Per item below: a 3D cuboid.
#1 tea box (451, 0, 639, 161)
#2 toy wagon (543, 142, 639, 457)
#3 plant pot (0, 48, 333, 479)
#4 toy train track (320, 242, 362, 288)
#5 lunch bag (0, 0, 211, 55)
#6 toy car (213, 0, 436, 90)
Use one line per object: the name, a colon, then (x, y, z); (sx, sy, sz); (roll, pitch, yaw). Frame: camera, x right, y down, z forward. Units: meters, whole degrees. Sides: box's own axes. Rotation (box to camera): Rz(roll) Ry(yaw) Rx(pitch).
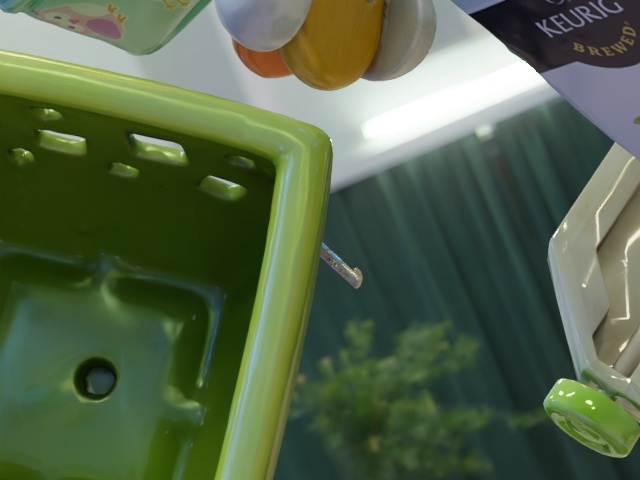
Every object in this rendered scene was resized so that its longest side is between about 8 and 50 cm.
tea box: (0.143, -0.212, 0.583); (0.329, 0.323, 0.220); (-18, 38, 59)
toy wagon: (0.303, 0.055, 1.130); (0.267, 0.344, 0.068); (-55, -12, -12)
plant pot: (-0.119, 0.056, 0.864); (0.228, 0.227, 0.207); (12, -10, 6)
toy train track: (0.000, 0.000, 1.324); (0.014, 0.083, 0.048); (-34, -24, -32)
lunch bag: (-0.077, -0.251, 0.944); (0.108, 0.279, 0.224); (13, -31, -27)
toy car: (-0.008, -0.188, 1.275); (0.159, 0.182, 0.136); (12, -2, -42)
